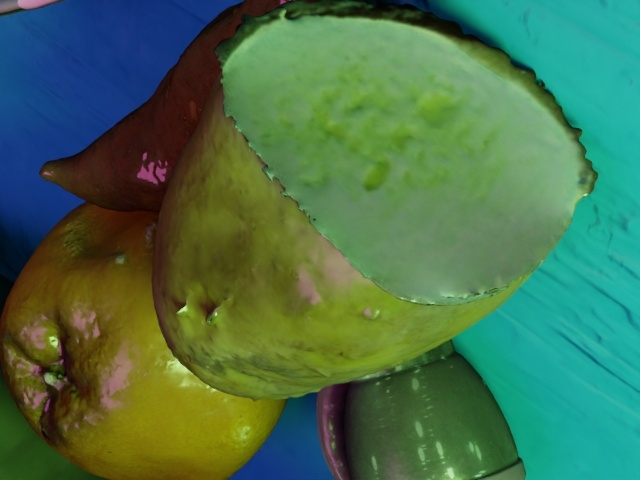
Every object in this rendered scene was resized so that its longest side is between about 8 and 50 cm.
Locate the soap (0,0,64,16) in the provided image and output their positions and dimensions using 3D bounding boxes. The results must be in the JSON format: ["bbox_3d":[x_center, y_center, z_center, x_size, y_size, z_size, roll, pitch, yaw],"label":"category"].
[{"bbox_3d":[-0.195,-0.204,1.180,0.149,0.100,0.056,0,116,49],"label":"soap"}]

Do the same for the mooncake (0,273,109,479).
[{"bbox_3d":[-0.309,0.192,1.472,0.356,0.194,0.356,31,146,24],"label":"mooncake"}]

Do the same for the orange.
[{"bbox_3d":[-0.135,0.088,1.241,0.249,0.183,0.249,31,135,37],"label":"orange"}]

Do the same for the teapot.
[{"bbox_3d":[0.064,0.120,1.105,0.148,0.116,0.146,152,102,-79],"label":"teapot"}]

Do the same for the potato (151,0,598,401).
[{"bbox_3d":[0.000,0.000,0.996,0.229,0.229,0.266,52,146,11],"label":"potato"}]

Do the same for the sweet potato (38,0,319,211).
[{"bbox_3d":[-0.062,-0.096,1.103,0.106,0.095,0.354,33,139,-23],"label":"sweet potato"}]
